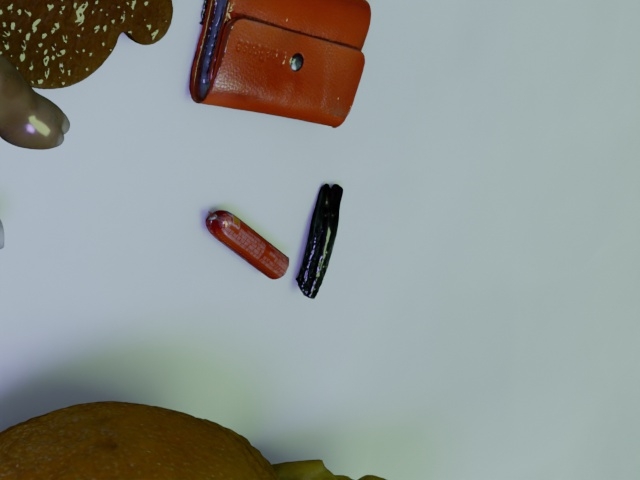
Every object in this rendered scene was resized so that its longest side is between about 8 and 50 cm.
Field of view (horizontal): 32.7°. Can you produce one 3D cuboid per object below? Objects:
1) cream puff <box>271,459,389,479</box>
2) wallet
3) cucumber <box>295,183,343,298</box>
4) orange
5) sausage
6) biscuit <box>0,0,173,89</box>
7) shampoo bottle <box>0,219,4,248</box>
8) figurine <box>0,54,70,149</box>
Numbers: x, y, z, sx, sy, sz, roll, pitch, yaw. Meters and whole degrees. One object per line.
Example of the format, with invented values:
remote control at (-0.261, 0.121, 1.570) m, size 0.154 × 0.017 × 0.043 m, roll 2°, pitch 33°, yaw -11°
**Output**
cream puff at (-0.003, 0.377, 1.219) m, size 0.291 × 0.324 × 0.257 m, roll -39°, pitch 110°, yaw 12°
wallet at (-0.035, -0.196, 1.120) m, size 0.204 × 0.045 × 0.142 m, roll 4°, pitch 105°, yaw -47°
cucumber at (0.001, 0.000, 1.259) m, size 0.033 × 0.034 × 0.135 m, roll 8°, pitch 102°, yaw -43°
orange at (-0.186, 0.304, 0.993) m, size 0.357 × 0.322 × 0.322 m, roll -15°, pitch 118°, yaw -38°
sausage at (-0.082, 0.001, 1.172) m, size 0.129 × 0.034 × 0.034 m, roll 40°, pitch 78°, yaw -47°
biscuit at (-0.197, -0.230, 0.939) m, size 0.236 × 0.039 × 0.180 m, roll -46°, pitch 137°, yaw -21°
shampoo bottle at (-0.378, 0.001, 0.817) m, size 0.303 × 0.092 × 0.092 m, roll -6°, pitch 112°, yaw -45°
figurine at (-0.331, -0.097, 0.755) m, size 0.247 × 0.177 × 0.173 m, roll 56°, pitch 48°, yaw -52°
